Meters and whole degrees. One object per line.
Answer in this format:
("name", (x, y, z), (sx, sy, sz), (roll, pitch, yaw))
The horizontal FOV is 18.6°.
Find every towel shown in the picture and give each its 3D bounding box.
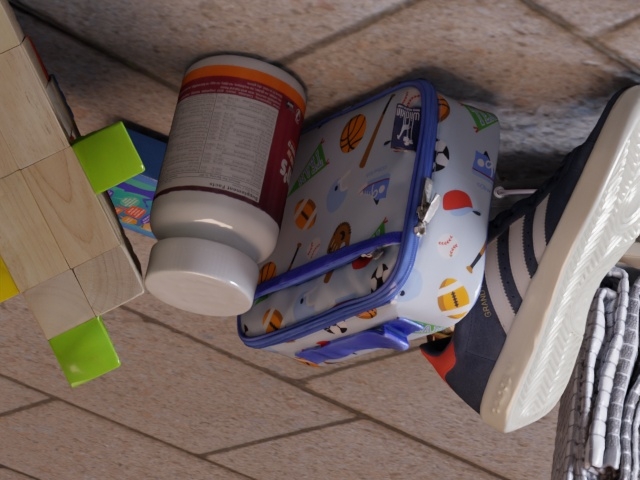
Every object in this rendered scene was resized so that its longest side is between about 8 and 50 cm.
("towel", (0.319, 0.195, 2.090), (0.121, 0.284, 0.235), (8, 157, 5))

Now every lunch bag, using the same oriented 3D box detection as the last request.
("lunch bag", (0.042, -0.006, 1.816), (0.115, 0.243, 0.303), (24, 154, -26))

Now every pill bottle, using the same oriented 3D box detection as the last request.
("pill bottle", (-0.090, -0.050, 1.803), (0.121, 0.221, 0.121), (9, 156, 4))

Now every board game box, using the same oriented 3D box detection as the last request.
("board game box", (-0.149, -0.043, 2.054), (0.210, 0.047, 0.160), (22, 157, -20))

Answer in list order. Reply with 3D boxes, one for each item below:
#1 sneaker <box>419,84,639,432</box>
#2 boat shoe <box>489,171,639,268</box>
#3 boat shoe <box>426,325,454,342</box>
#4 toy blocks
("sneaker", (0.190, -0.001, 1.778), (0.148, 0.350, 0.131), (36, -157, 30))
("boat shoe", (0.224, -0.031, 1.894), (0.335, 0.095, 0.112), (5, 170, 24))
("boat shoe", (0.168, 0.081, 2.100), (0.123, 0.123, 0.342), (-4, 152, 31))
("toy blocks", (-0.270, -0.080, 1.784), (0.190, 0.381, 0.261), (-26, -169, -2))
